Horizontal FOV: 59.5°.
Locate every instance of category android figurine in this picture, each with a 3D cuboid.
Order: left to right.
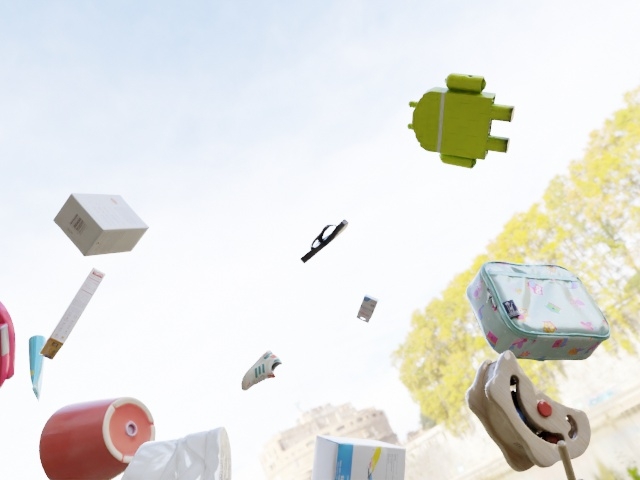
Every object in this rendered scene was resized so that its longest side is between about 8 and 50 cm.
[{"bbox_3d":[0.351,-0.302,1.436,0.056,0.273,0.248,-46,-39,-46],"label":"android figurine"}]

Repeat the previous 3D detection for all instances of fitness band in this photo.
[{"bbox_3d":[-0.863,0.257,1.385,0.054,0.209,0.290,-53,-27,-75],"label":"fitness band"}]

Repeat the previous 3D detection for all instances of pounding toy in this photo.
[{"bbox_3d":[0.397,0.312,0.971,0.154,0.269,0.155,-27,-14,-31],"label":"pounding toy"}]

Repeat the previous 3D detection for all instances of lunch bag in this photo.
[{"bbox_3d":[0.469,0.146,1.230,0.279,0.224,0.108,6,-44,-18],"label":"lunch bag"}]

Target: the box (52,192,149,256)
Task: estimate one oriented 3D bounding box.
[{"bbox_3d":[-0.537,-0.040,1.382,0.091,0.130,0.170,-49,-14,16],"label":"box"}]

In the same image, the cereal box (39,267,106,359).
[{"bbox_3d":[-0.709,0.209,1.603,0.047,0.240,0.173,31,-39,-17],"label":"cereal box"}]

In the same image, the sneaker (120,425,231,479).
[{"bbox_3d":[-0.226,0.427,0.837,0.169,0.292,0.108,-9,-54,1],"label":"sneaker"}]

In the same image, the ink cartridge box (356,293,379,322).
[{"bbox_3d":[0.155,0.225,1.848,0.083,0.048,0.028,-69,-13,14],"label":"ink cartridge box"}]

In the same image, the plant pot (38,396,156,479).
[{"bbox_3d":[-0.650,0.597,1.685,0.243,0.275,0.275,-25,-23,24],"label":"plant pot"}]

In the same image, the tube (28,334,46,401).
[{"bbox_3d":[-0.876,0.389,1.730,0.052,0.207,0.080,-13,-43,-13],"label":"tube"}]

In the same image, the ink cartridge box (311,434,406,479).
[{"bbox_3d":[0.113,0.688,1.676,0.233,0.168,0.171,12,-16,-20],"label":"ink cartridge box"}]

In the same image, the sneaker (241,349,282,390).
[{"bbox_3d":[-0.194,0.446,1.870,0.161,0.075,0.057,-47,-29,-25],"label":"sneaker"}]

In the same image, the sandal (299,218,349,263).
[{"bbox_3d":[-0.001,0.001,1.880,0.254,0.054,0.097,-40,0,42],"label":"sandal"}]
